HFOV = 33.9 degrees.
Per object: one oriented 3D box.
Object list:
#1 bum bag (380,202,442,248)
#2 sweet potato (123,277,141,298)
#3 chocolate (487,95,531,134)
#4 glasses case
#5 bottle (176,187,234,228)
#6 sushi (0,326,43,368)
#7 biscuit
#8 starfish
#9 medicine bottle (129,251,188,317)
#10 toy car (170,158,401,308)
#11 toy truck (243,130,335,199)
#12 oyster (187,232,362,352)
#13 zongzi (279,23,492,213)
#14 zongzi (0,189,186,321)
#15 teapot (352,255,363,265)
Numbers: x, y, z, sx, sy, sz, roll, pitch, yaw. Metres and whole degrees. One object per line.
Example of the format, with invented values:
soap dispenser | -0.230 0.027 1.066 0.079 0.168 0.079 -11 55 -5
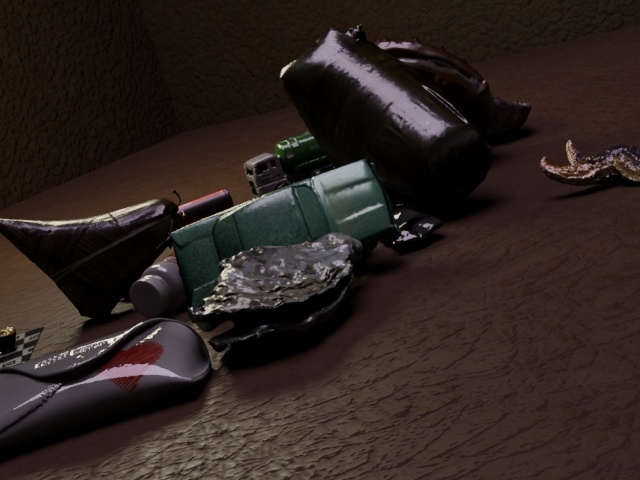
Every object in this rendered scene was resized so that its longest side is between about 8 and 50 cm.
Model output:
bum bag | 0.125 -0.027 1.628 0.087 0.049 0.198 -24 14 -8
sweet potato | -0.276 0.069 1.759 0.179 0.044 0.044 -12 14 21
chocolate | 0.331 -0.270 2.255 0.185 0.100 0.303 5 9 -8
glasses case | -0.286 0.171 1.240 0.308 0.083 0.128 -18 12 -4
bottle | -0.272 -0.061 2.275 0.164 0.060 0.060 -22 14 -18
sushi | -0.546 0.174 1.667 0.193 0.040 0.210 -17 13 -1
biscuit | 0.171 -0.263 2.045 0.332 0.332 0.103 -8 55 35
starfish | 0.452 -0.122 1.589 0.238 0.071 0.216 -8 6 -6
medicine bottle | -0.229 0.065 1.629 0.079 0.079 0.140 -9 15 32
toy car | -0.053 -0.005 1.499 0.321 0.141 0.097 -22 -25 4
toy truck | -0.041 -0.166 2.272 0.243 0.124 0.101 -21 14 -14
oyster | -0.056 0.062 1.350 0.199 0.112 0.268 -12 10 19
zongzi | 0.155 -0.132 1.860 0.208 0.432 0.403 -42 55 -11
zongzi | -0.362 -0.031 1.697 0.247 0.241 0.111 -48 23 -16
teapot | 0.000 0.002 1.598 0.146 0.148 0.116 -27 -21 -5
